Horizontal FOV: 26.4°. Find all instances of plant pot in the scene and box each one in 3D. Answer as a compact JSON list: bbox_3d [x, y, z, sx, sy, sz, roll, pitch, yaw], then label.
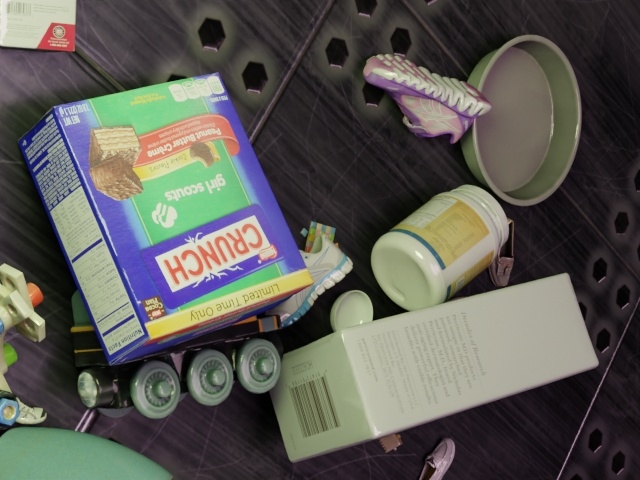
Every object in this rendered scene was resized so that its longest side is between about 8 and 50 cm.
[{"bbox_3d":[-0.347,0.343,1.674,0.195,0.290,0.290,39,65,0],"label":"plant pot"}]

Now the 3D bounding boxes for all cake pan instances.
[{"bbox_3d":[0.342,-0.207,2.351,0.293,0.054,0.293,-7,100,-42],"label":"cake pan"}]

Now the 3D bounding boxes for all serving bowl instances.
[{"bbox_3d":[0.044,0.118,2.138,0.083,0.027,0.083,-7,100,-41],"label":"serving bowl"}]

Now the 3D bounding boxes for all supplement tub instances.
[{"bbox_3d":[0.194,0.011,2.182,0.199,0.144,0.144,-36,118,-34],"label":"supplement tub"}]

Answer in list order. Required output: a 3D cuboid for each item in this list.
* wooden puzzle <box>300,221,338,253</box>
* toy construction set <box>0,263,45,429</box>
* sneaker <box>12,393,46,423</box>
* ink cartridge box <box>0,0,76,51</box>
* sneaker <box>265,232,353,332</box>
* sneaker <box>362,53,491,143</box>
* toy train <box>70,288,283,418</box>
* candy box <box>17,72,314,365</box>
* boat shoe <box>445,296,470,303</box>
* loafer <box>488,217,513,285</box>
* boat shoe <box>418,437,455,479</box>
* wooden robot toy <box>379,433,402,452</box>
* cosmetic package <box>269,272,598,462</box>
[{"bbox_3d":[0.000,0.000,2.096,0.083,0.006,0.049,16,85,-43],"label":"wooden puzzle"},{"bbox_3d":[-0.465,0.166,1.607,0.327,0.151,0.215,-32,116,-23],"label":"toy construction set"},{"bbox_3d":[-0.387,0.216,1.752,0.083,0.032,0.037,5,92,-43],"label":"sneaker"},{"bbox_3d":[-0.362,-0.311,1.682,0.109,0.063,0.150,-2,96,-42],"label":"ink cartridge box"},{"bbox_3d":[-0.039,0.061,2.038,0.191,0.071,0.083,-45,110,-31],"label":"sneaker"},{"bbox_3d":[0.159,-0.217,2.163,0.236,0.095,0.104,17,116,-33],"label":"sneaker"},{"bbox_3d":[-0.189,0.132,1.860,0.334,0.142,0.190,-9,92,-42],"label":"toy train"},{"bbox_3d":[-0.197,-0.034,1.752,0.268,0.122,0.317,-18,82,-40],"label":"candy box"},{"bbox_3d":[0.299,0.155,2.334,0.285,0.092,0.103,8,91,-43],"label":"boat shoe"},{"bbox_3d":[0.317,0.021,2.368,0.045,0.039,0.125,-14,105,-41],"label":"loafer"},{"bbox_3d":[0.194,0.378,2.309,0.035,0.035,0.100,37,77,-42],"label":"boat shoe"},{"bbox_3d":[0.053,0.267,2.152,0.079,0.076,0.173,-34,96,8],"label":"wooden robot toy"},{"bbox_3d":[0.169,0.187,2.048,0.453,0.230,0.161,-11,80,-37],"label":"cosmetic package"}]
